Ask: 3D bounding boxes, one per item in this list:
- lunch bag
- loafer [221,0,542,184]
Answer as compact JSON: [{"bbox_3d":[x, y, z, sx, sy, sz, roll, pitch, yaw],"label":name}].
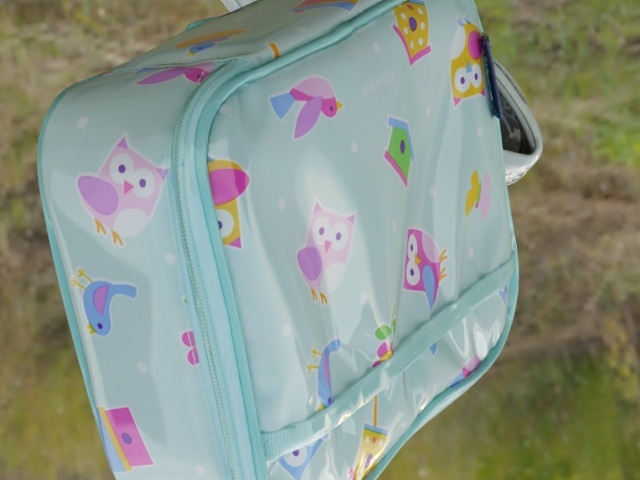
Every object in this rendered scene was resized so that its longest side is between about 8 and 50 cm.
[{"bbox_3d":[0.000,0.000,0.849,0.108,0.224,0.279,-2,-162,33],"label":"lunch bag"},{"bbox_3d":[0.038,-0.158,1.326,0.319,0.112,0.111,37,168,-11],"label":"loafer"}]
